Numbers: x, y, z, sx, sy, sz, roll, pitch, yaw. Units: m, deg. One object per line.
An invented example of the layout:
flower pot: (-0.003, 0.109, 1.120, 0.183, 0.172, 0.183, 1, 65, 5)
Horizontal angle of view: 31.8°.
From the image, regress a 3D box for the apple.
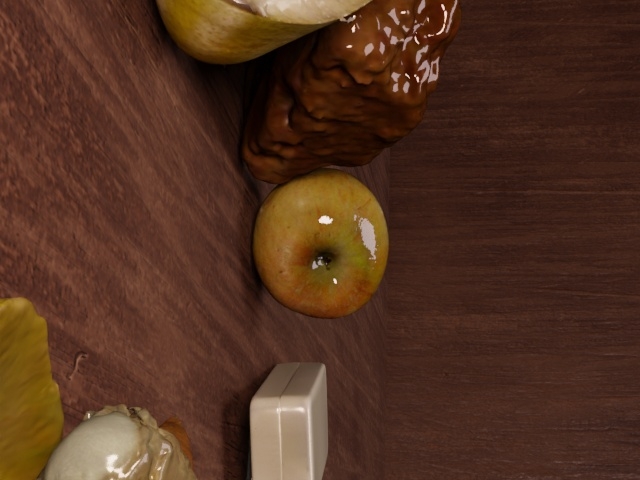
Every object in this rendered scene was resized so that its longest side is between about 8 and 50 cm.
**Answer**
apple: (0.000, 0.000, 1.389, 0.155, 0.182, 0.182, -112, -163, -71)

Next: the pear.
pear: (-0.070, -0.254, 1.030, 0.178, 0.267, 0.267, 131, -30, -53)

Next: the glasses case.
glasses case: (-0.034, 0.232, 1.377, 0.313, 0.070, 0.131, -28, 116, -86)

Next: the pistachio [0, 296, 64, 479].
pistachio: (-0.182, 0.088, 0.582, 0.089, 0.049, 0.173, -49, 156, -38)

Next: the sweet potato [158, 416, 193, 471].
sweet potato: (-0.134, 0.208, 0.897, 0.202, 0.058, 0.055, -73, 180, -65)

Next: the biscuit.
biscuit: (0.032, -0.288, 1.277, 0.342, 0.166, 0.395, 140, -43, -60)

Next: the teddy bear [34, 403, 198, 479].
teddy bear: (-0.125, 0.247, 0.638, 0.256, 0.156, 0.267, -63, -179, -24)

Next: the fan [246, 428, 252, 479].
fan: (-0.079, 0.351, 1.321, 0.057, 0.023, 0.282, 83, 8, -72)
